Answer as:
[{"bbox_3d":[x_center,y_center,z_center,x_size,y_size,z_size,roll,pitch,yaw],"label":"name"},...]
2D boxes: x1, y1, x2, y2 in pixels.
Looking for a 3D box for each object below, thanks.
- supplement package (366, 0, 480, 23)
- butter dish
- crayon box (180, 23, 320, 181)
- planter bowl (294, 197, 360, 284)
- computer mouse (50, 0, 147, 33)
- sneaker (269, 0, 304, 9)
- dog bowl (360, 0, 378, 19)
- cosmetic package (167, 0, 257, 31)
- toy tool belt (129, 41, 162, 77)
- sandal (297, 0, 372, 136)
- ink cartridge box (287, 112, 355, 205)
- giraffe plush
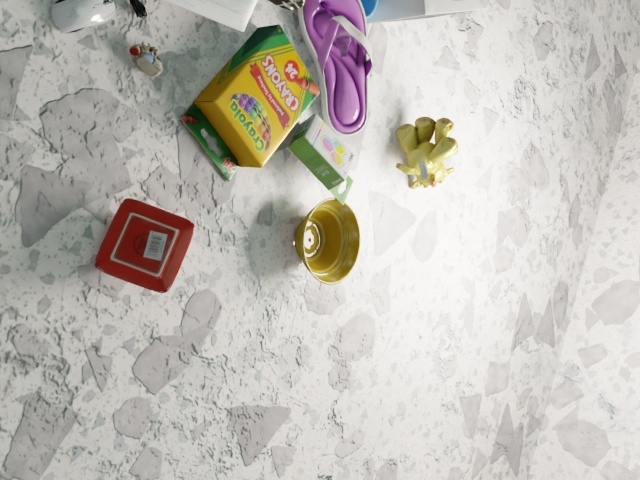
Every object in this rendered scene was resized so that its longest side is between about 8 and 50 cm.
[{"bbox_3d":[0.270,-0.699,2.018,0.262,0.198,0.199,-21,109,-44],"label":"supplement package"},{"bbox_3d":[-0.350,0.019,1.527,0.159,0.118,0.160,21,75,-1],"label":"butter dish"},{"bbox_3d":[-0.150,-0.309,1.712,0.318,0.081,0.202,-56,131,-25],"label":"crayon box"},{"bbox_3d":[0.000,0.000,1.903,0.217,0.090,0.217,-4,95,-46],"label":"planter bowl"},{"bbox_3d":[-0.421,-0.447,1.434,0.193,0.042,0.106,-40,123,-36],"label":"computer mouse"},{"bbox_3d":[-0.109,-0.647,1.697,0.279,0.107,0.118,49,56,-39],"label":"sneaker"},{"bbox_3d":[0.051,-0.675,1.881,0.166,0.074,0.297,-51,128,-29],"label":"dog bowl"},{"bbox_3d":[-0.221,-0.571,1.499,0.224,0.138,0.225,8,115,-47],"label":"cosmetic package"},{"bbox_3d":[-0.352,-0.372,1.520,0.083,0.052,0.051,47,31,-43],"label":"toy tool belt"},{"bbox_3d":[0.061,-0.455,1.852,0.169,0.102,0.416,-22,117,-15],"label":"sandal"},{"bbox_3d":[0.023,-0.200,1.859,0.209,0.062,0.109,46,40,-21],"label":"ink cartridge box"},{"bbox_3d":[0.314,-0.231,2.174,0.170,0.181,0.210,53,45,-62],"label":"giraffe plush"}]
